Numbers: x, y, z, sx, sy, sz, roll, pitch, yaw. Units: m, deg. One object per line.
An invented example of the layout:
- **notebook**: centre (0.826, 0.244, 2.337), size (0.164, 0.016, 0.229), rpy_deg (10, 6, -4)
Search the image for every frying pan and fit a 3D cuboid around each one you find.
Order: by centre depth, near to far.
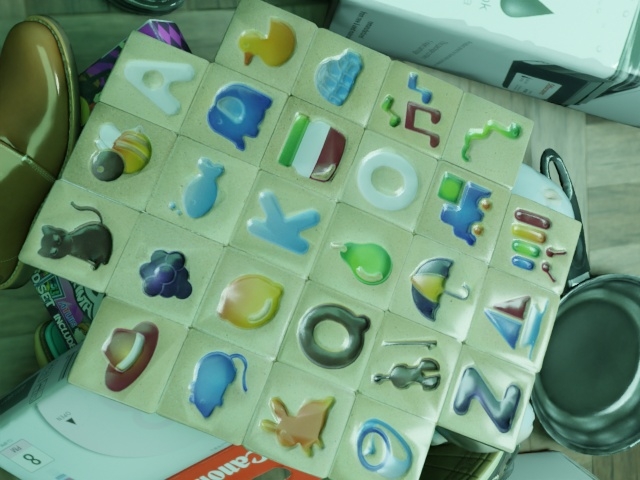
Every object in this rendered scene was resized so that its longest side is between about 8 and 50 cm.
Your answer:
- **frying pan**: centre (0.260, 0.086, 0.780), size (0.197, 0.053, 0.326), rpy_deg (-46, 106, -7)

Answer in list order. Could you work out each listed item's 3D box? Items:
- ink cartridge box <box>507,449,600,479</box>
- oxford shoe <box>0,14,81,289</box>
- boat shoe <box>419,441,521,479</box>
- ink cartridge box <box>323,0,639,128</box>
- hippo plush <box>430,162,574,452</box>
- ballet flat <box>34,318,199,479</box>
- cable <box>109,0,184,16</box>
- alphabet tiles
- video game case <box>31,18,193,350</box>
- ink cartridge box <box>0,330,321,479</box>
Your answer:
- **ink cartridge box**: centre (0.169, 0.387, 0.757), size (0.226, 0.131, 0.306), rpy_deg (-2, 97, -16)
- **oxford shoe**: centre (-0.228, -0.057, 0.530), size (0.076, 0.076, 0.212), rpy_deg (25, 105, 25)
- **boat shoe**: centre (0.150, 0.201, 0.706), size (0.223, 0.080, 0.073), rpy_deg (-43, 118, -48)
- **ink cartridge box**: centre (0.231, -0.267, 0.620), size (0.394, 0.166, 0.286), rpy_deg (14, 94, -6)
- **hippo plush**: centre (0.090, 0.025, 0.672), size (0.294, 0.234, 0.237), rpy_deg (27, 67, 22)
- **ballet flat**: centre (-0.171, 0.164, 0.655), size (0.073, 0.080, 0.232), rpy_deg (-39, 107, 23)
- **cable**: centre (-0.248, -0.256, 0.592), size (0.287, 0.072, 0.140), rpy_deg (5, 80, -29)
- **alphabet tiles**: centre (0.000, 0.000, 0.498), size (0.342, 0.011, 0.285), rpy_deg (22, 76, -6)
- **video game case**: centre (-0.139, -0.010, 0.568), size (0.210, 0.042, 0.232), rpy_deg (-28, 90, 24)
- **ink cartridge box**: centre (-0.114, 0.165, 0.575), size (0.189, 0.066, 0.232), rpy_deg (-33, 115, 26)
